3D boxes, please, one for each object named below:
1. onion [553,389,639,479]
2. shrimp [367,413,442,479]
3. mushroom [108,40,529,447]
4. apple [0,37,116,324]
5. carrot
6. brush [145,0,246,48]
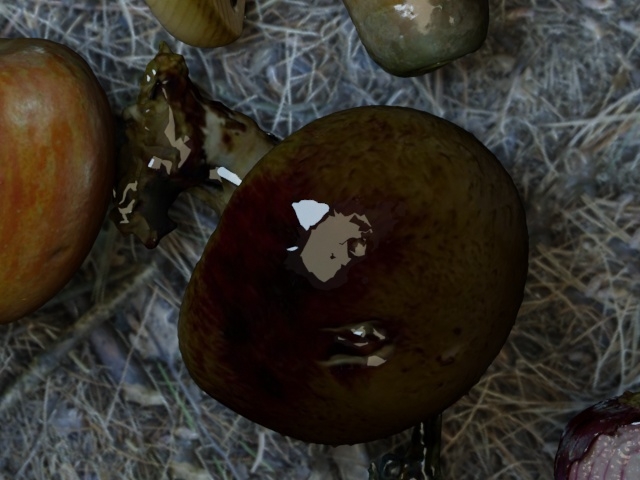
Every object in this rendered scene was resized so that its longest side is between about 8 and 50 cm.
[{"bbox_3d":[0.326,0.249,1.396,0.195,0.140,0.218,-8,102,10],"label":"onion"},{"bbox_3d":[0.160,0.362,1.467,0.272,0.085,0.445,-9,104,2],"label":"shrimp"},{"bbox_3d":[-0.002,0.022,1.353,0.334,0.356,0.331,6,103,-35],"label":"mushroom"},{"bbox_3d":[-0.327,-0.042,1.318,0.301,0.301,0.302,1,102,5],"label":"apple"},{"bbox_3d":[0.053,-0.293,1.304,0.138,0.139,0.302,-24,99,10],"label":"carrot"},{"bbox_3d":[-0.167,-0.292,1.317,0.166,0.174,0.267,-1,121,19],"label":"brush"}]
